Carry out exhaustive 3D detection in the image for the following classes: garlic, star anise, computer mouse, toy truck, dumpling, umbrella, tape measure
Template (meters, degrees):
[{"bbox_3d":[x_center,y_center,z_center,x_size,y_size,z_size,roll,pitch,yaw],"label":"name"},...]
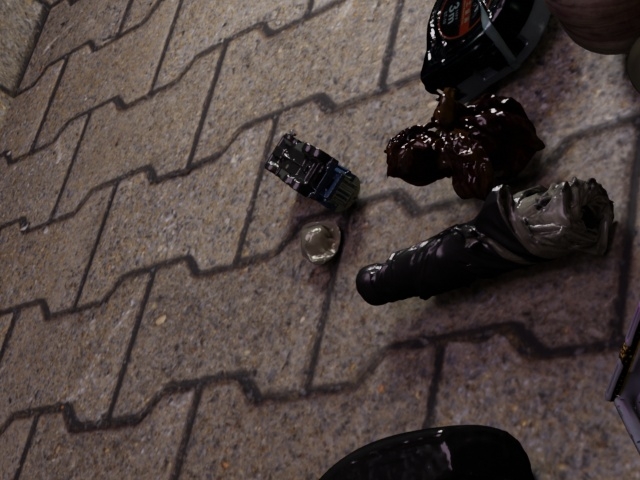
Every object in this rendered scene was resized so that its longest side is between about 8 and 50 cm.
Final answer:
[{"bbox_3d":[0.388,-0.333,1.369,0.253,0.245,0.245,3,61,18],"label":"garlic"},{"bbox_3d":[0.165,-0.122,1.490,0.220,0.126,0.190,4,42,45],"label":"star anise"},{"bbox_3d":[0.087,0.263,1.262,0.269,0.170,0.100,-34,54,29],"label":"computer mouse"},{"bbox_3d":[-0.008,-0.100,1.768,0.074,0.088,0.201,-59,29,3],"label":"toy truck"},{"bbox_3d":[0.000,0.002,1.721,0.076,0.057,0.052,-113,20,-78],"label":"dumpling"},{"bbox_3d":[0.178,0.003,1.417,0.357,0.113,0.106,-21,70,43],"label":"umbrella"},{"bbox_3d":[0.225,-0.295,1.606,0.181,0.107,0.182,-23,46,46],"label":"tape measure"}]

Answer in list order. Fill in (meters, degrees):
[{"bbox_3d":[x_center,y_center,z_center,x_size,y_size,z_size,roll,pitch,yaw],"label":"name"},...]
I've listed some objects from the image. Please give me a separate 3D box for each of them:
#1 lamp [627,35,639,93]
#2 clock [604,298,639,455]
[{"bbox_3d":[0.414,-0.216,1.297,0.163,0.091,0.091,-38,38,35],"label":"lamp"},{"bbox_3d":[0.337,0.152,1.024,0.253,0.083,0.186,-105,18,-49],"label":"clock"}]
